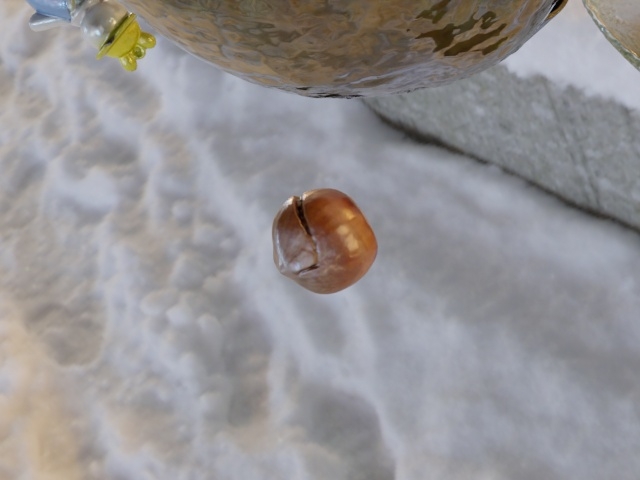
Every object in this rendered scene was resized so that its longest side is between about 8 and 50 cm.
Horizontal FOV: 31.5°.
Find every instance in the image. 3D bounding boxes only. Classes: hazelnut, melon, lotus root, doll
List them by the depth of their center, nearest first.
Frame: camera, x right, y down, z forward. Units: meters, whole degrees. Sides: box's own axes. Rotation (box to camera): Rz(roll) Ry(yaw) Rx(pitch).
[{"bbox_3d":[0.011,-0.138,0.611,0.210,0.314,0.142,28,92,25],"label":"lotus root"},{"bbox_3d":[0.366,-0.206,1.181,0.093,0.202,0.139,-46,43,49],"label":"melon"},{"bbox_3d":[-0.340,-0.338,1.605,0.135,0.241,0.099,-50,7,-18],"label":"doll"},{"bbox_3d":[0.000,0.000,1.893,0.182,0.182,0.182,-18,39,16],"label":"hazelnut"}]

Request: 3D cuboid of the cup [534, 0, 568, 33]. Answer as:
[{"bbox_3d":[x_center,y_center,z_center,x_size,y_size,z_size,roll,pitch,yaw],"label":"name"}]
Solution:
[{"bbox_3d":[0.293,-0.438,1.945,0.166,0.239,0.177,-44,-3,-18],"label":"cup"}]
